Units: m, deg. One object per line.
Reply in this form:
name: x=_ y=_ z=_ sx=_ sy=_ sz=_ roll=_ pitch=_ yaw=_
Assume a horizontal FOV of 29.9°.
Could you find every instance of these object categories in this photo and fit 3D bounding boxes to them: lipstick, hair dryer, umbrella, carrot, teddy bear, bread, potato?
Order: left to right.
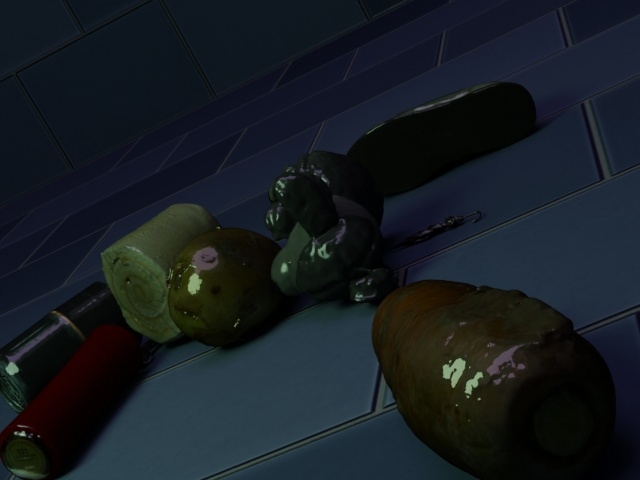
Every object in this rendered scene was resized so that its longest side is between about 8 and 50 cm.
hair dryer: x=-0.400 y=0.168 z=1.669 sx=0.189 sy=0.107 sz=0.352 roll=-37 pitch=10 yaw=-32
lipstick: x=-0.290 y=0.187 z=1.415 sx=0.080 sy=0.080 sz=0.241 roll=-21 pitch=17 yaw=27
hair dryer: x=-0.228 y=0.138 z=1.561 sx=0.047 sy=0.026 sz=0.083 roll=-17 pitch=16 yaw=35
bread: x=-0.192 y=0.042 z=1.555 sx=0.134 sy=0.148 sz=0.141 roll=-35 pitch=3 yaw=41
potato: x=-0.109 y=0.048 z=1.446 sx=0.137 sy=0.137 sz=0.176 roll=-18 pitch=28 yaw=33
teddy bear: x=-0.007 y=-0.015 z=1.393 sx=0.144 sy=0.171 sz=0.251 roll=-32 pitch=17 yaw=15
umbrella: x=0.136 y=-0.013 z=1.425 sx=0.122 sy=0.013 sz=0.022 roll=-20 pitch=39 yaw=25
carrot: x=0.113 y=0.100 z=0.912 sx=0.139 sy=0.139 sz=0.302 roll=-31 pitch=9 yaw=-9

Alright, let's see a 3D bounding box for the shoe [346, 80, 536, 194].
shoe: x=0.161 y=-0.146 z=1.648 sx=0.275 sy=0.103 sz=0.098 roll=-19 pitch=16 yaw=12
